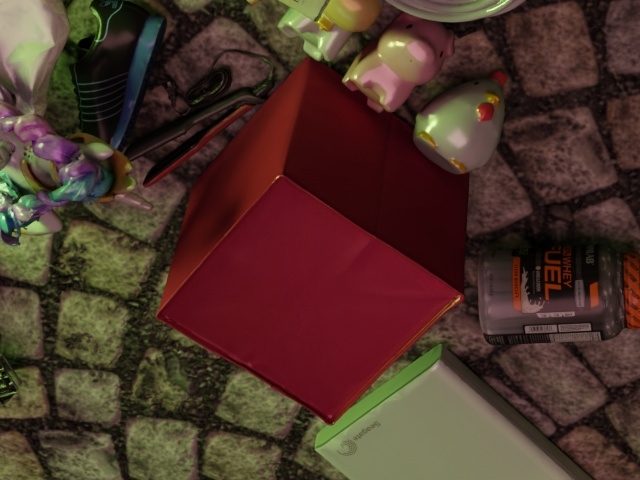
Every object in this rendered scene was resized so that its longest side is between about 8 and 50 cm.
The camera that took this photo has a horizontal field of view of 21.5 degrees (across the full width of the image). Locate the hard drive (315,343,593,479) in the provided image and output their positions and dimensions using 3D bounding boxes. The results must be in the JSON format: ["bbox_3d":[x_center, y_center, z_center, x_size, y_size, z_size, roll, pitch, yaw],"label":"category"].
[{"bbox_3d":[0.198,0.316,2.230,0.353,0.047,0.233,42,119,-16],"label":"hard drive"}]

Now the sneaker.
[{"bbox_3d":[-0.255,-0.178,1.978,0.090,0.081,0.232,22,117,-1],"label":"sneaker"}]

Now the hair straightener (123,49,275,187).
[{"bbox_3d":[-0.149,-0.154,1.989,0.230,0.047,0.089,-31,113,25],"label":"hair straightener"}]

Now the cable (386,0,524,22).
[{"bbox_3d":[0.135,-0.352,1.713,0.257,0.089,0.257,-20,109,37],"label":"cable"}]

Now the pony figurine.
[{"bbox_3d":[-0.370,-0.136,1.870,0.351,0.303,0.363,41,162,-19],"label":"pony figurine"}]

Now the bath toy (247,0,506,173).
[{"bbox_3d":[0.080,-0.220,1.868,0.348,0.151,0.129,41,83,-16],"label":"bath toy"}]

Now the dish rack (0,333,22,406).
[{"bbox_3d":[-0.522,0.120,2.218,0.208,0.074,0.271,-15,120,20],"label":"dish rack"}]

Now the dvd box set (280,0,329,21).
[{"bbox_3d":[-0.117,-0.435,1.643,0.420,0.062,0.307,28,129,-4],"label":"dvd box set"}]

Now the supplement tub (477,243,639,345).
[{"bbox_3d":[0.288,0.064,2.012,0.190,0.117,0.117,-4,121,12],"label":"supplement tub"}]

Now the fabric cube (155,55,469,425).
[{"bbox_3d":[0.000,0.000,1.927,0.259,0.258,0.254,34,121,-17],"label":"fabric cube"}]
